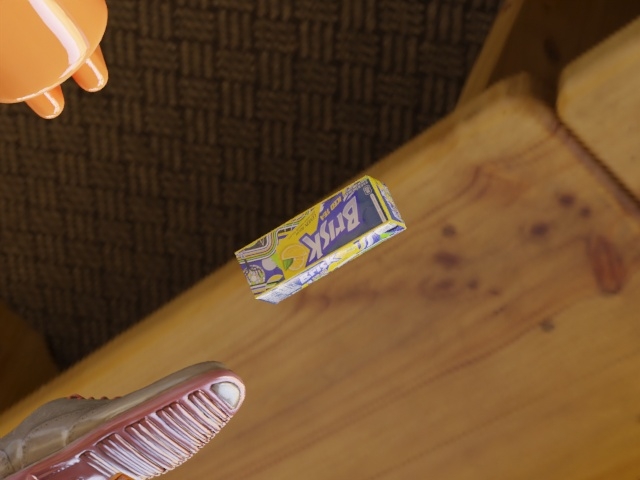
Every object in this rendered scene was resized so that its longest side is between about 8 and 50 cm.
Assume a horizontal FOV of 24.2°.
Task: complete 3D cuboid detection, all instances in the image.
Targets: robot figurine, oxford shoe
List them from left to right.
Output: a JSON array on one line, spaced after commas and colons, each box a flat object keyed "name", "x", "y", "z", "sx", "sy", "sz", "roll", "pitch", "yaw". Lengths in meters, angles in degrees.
[{"name": "robot figurine", "x": -0.249, "y": -0.192, "z": 1.137, "sx": 0.158, "sy": 0.128, "sz": 0.219, "roll": -1, "pitch": 141, "yaw": 33}, {"name": "oxford shoe", "x": -0.250, "y": 0.206, "z": 1.657, "sx": 0.348, "sy": 0.130, "sz": 0.123, "roll": -27, "pitch": 139, "yaw": 5}]

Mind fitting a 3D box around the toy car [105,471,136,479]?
[{"name": "toy car", "x": -0.194, "y": 0.227, "z": 1.227, "sx": 0.060, "sy": 0.122, "sz": 0.040, "roll": 43, "pitch": 140, "yaw": 30}]

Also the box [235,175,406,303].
[{"name": "box", "x": 0.000, "y": 0.000, "z": 1.559, "sx": 0.169, "sy": 0.054, "sz": 0.059, "roll": -30, "pitch": 73, "yaw": 16}]
